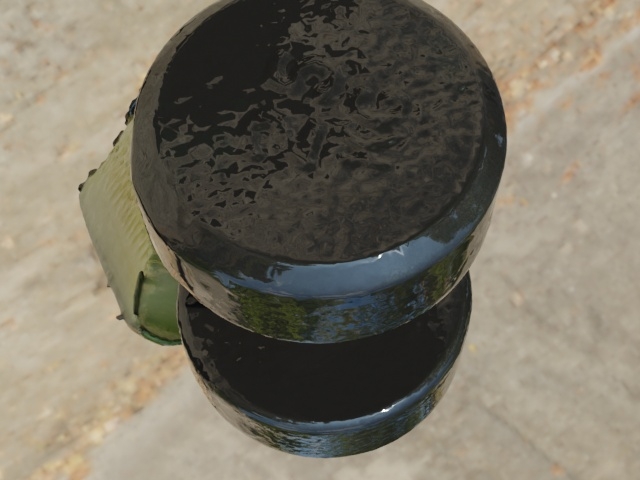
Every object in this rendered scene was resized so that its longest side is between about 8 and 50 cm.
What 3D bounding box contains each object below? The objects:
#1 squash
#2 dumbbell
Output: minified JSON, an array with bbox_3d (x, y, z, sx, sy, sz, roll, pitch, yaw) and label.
[{"bbox_3d":[-0.068,-0.035,0.856,0.093,0.252,0.169,31,99,-26],"label":"squash"},{"bbox_3d":[0.000,0.000,0.601,0.152,0.152,0.218,-30,157,-14],"label":"dumbbell"}]
